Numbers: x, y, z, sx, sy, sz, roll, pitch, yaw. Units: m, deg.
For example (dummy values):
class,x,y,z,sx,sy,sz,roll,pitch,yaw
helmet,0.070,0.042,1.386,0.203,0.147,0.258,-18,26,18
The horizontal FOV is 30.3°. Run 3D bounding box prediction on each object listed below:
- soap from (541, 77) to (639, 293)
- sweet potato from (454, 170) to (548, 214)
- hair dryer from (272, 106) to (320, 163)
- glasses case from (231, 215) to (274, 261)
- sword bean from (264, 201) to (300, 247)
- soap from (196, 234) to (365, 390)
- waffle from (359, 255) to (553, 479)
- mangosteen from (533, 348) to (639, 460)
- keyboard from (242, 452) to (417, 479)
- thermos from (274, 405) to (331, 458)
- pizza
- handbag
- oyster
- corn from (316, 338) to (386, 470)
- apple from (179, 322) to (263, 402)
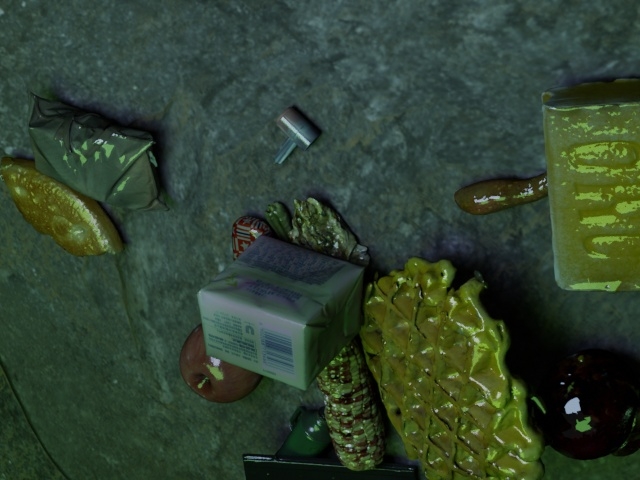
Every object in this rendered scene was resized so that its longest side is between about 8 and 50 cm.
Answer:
class,x,y,z,sx,sy,sz,roll,pitch,yaw
soap,0.383,-0.069,1.537,0.173,0.089,0.274,-2,119,17
sweet potato,0.281,-0.074,1.645,0.214,0.050,0.050,-15,112,33
hair dryer,-0.051,-0.149,1.806,0.063,0.037,0.114,43,140,1
glasses case,-0.104,0.046,1.957,0.073,0.049,0.195,13,127,21
sword bean,-0.030,0.057,1.931,0.043,0.038,0.269,-16,113,11
soap,-0.057,0.105,1.810,0.199,0.182,0.138,16,129,26
waffle,0.183,0.211,1.781,0.382,0.095,0.379,65,154,3
mangosteen,0.398,0.249,1.721,0.172,0.172,0.184,-9,135,35
keyboard,0.016,0.417,2.092,0.309,0.018,0.101,2,132,9
thermos,-0.023,0.358,2.115,0.073,0.083,0.188,20,132,-13
pizza,-0.462,-0.055,2.104,0.271,0.056,0.134,29,129,10
handbag,-0.373,-0.147,1.947,0.270,0.117,0.183,19,142,19
oyster,-0.001,0.000,1.861,0.108,0.053,0.166,-21,109,40
corn,0.045,0.262,1.974,0.098,0.098,0.290,4,127,29
apple,-0.174,0.214,2.069,0.153,0.120,0.153,16,129,22
